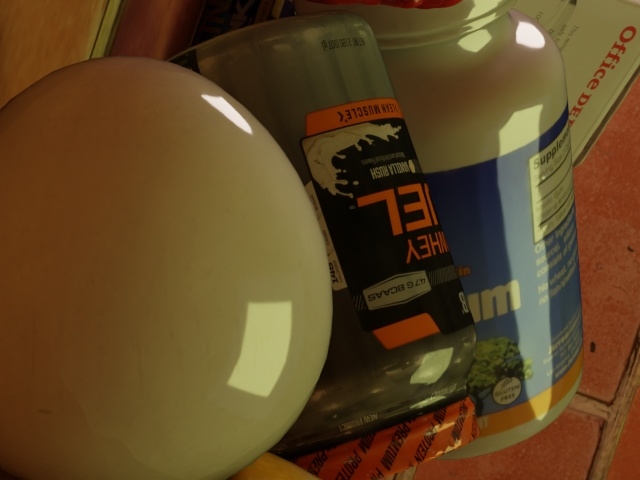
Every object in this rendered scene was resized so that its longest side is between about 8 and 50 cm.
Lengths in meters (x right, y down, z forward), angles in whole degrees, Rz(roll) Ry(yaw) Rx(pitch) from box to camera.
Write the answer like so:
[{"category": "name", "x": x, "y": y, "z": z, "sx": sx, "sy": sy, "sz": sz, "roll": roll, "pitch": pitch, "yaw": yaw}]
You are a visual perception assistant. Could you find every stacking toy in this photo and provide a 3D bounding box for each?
[{"category": "stacking toy", "x": -0.061, "y": 0.181, "z": 0.501, "sx": 0.350, "sy": 0.351, "sz": 0.480, "roll": -66, "pitch": 155, "yaw": -76}]

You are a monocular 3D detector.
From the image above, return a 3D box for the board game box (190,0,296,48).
[{"category": "board game box", "x": -0.014, "y": -0.093, "z": 0.894, "sx": 0.141, "sy": 0.048, "sz": 0.170, "roll": 32, "pitch": 75, "yaw": -57}]

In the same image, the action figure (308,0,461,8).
[{"category": "action figure", "x": -0.020, "y": -0.142, "z": 0.621, "sx": 0.280, "sy": 0.139, "sz": 0.091, "roll": -8, "pitch": 111, "yaw": -62}]

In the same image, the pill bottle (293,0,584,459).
[{"category": "pill bottle", "x": 0.056, "y": -0.034, "z": 0.836, "sx": 0.152, "sy": 0.152, "sz": 0.272, "roll": -70, "pitch": 154, "yaw": -56}]

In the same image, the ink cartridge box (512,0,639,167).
[{"category": "ink cartridge box", "x": 0.130, "y": -0.155, "z": 1.208, "sx": 0.158, "sy": 0.218, "sz": 0.092, "roll": -60, "pitch": -149, "yaw": 29}]

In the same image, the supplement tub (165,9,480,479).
[{"category": "supplement tub", "x": -0.004, "y": 0.008, "z": 0.682, "sx": 0.117, "sy": 0.117, "sz": 0.190, "roll": 77, "pitch": -6, "yaw": -87}]
